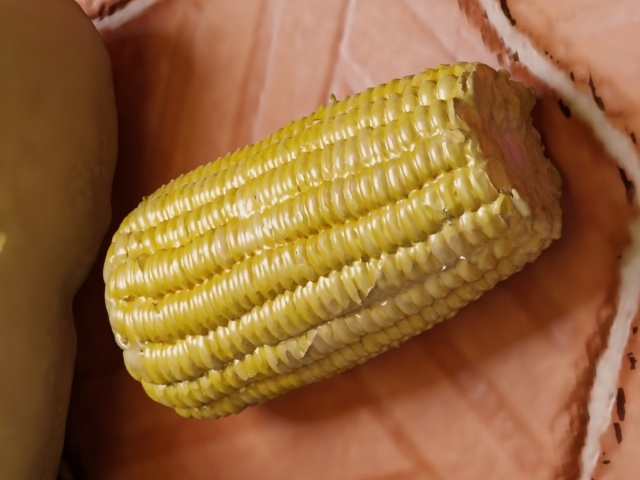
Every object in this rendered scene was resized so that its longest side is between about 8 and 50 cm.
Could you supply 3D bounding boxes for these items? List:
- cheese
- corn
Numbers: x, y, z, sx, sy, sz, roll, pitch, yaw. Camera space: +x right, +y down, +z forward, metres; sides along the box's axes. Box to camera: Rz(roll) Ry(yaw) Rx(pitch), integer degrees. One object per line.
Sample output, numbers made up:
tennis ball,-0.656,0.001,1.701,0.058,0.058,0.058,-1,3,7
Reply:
cheese,-0.175,0.031,0.660,0.251,0.173,0.248,-33,62,27
corn,0.000,0.000,0.594,0.165,0.063,0.085,-28,49,33
